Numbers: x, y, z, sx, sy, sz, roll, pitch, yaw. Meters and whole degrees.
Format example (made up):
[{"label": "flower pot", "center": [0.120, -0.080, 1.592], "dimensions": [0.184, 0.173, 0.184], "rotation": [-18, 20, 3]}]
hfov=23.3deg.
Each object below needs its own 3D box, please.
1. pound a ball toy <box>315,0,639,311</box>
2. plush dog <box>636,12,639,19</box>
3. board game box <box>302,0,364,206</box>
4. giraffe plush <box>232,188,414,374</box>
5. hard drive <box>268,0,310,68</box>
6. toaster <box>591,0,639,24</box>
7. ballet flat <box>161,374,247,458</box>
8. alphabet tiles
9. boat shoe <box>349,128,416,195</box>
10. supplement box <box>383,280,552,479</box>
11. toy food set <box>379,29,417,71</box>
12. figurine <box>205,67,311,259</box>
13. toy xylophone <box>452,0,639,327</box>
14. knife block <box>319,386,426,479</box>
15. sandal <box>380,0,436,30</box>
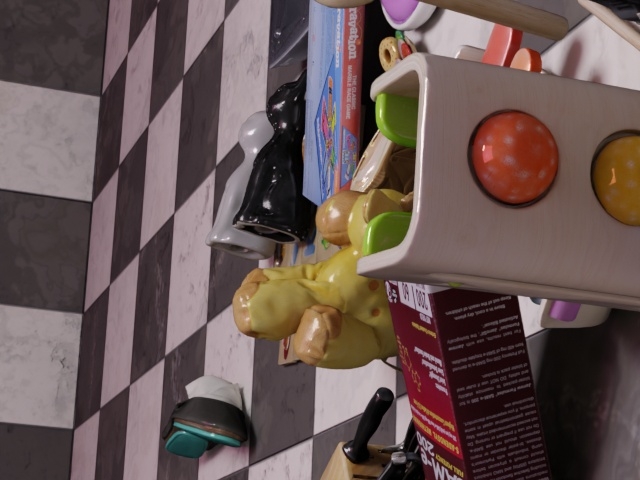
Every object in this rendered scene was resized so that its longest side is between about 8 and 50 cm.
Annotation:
[{"label": "pound a ball toy", "center": [0.151, -0.072, 0.948], "dimensions": [0.135, 0.319, 0.208], "rotation": [158, 118, -69]}, {"label": "plush dog", "center": [0.297, -0.201, 0.827], "dimensions": [0.225, 0.210, 0.262], "rotation": [-62, 8, -32]}, {"label": "board game box", "center": [0.015, -0.176, 1.753], "dimensions": [0.145, 0.027, 0.281], "rotation": [-139, 50, -71]}, {"label": "giraffe plush", "center": [0.039, 0.025, 1.473], "dimensions": [0.181, 0.210, 0.171], "rotation": [-51, -21, -78]}, {"label": "hard drive", "center": [0.001, -0.328, 1.916], "dimensions": [0.254, 0.054, 0.172], "rotation": [140, 135, -62]}, {"label": "toaster", "center": [0.238, -0.233, 1.060], "dimensions": [0.227, 0.129, 0.147], "rotation": [-164, 84, -73]}, {"label": "ballet flat", "center": [-0.159, 0.235, 2.107], "dimensions": [0.280, 0.095, 0.096], "rotation": [151, 137, -67]}, {"label": "alphabet tiles", "center": [0.000, 0.000, 1.853], "dimensions": [0.342, 0.011, 0.285], "rotation": [157, 119, -68]}, {"label": "boat shoe", "center": [0.066, -0.067, 1.613], "dimensions": [0.170, 0.063, 0.059], "rotation": [-58, 26, 31]}, {"label": "supplement box", "center": [0.118, 0.126, 1.217], "dimensions": [0.130, 0.073, 0.239], "rotation": [-156, 52, -75]}, {"label": "toy food set", "center": [0.085, -0.179, 1.634], "dimensions": [0.082, 0.020, 0.083], "rotation": [166, 98, -74]}, {"label": "figurine", "center": [-0.064, -0.094, 1.953], "dimensions": [0.215, 0.092, 0.210], "rotation": [152, 132, -69]}, {"label": "toy xylophone", "center": [0.181, -0.075, 1.235], "dimensions": [0.323, 0.081, 0.236], "rotation": [-129, 51, -65]}, {"label": "knife block", "center": [0.049, 0.244, 1.483], "dimensions": [0.275, 0.088, 0.242], "rotation": [177, 101, -72]}, {"label": "sandal", "center": [0.065, -0.412, 1.684], "dimensions": [0.169, 0.102, 0.416], "rotation": [128, 144, -60]}]
